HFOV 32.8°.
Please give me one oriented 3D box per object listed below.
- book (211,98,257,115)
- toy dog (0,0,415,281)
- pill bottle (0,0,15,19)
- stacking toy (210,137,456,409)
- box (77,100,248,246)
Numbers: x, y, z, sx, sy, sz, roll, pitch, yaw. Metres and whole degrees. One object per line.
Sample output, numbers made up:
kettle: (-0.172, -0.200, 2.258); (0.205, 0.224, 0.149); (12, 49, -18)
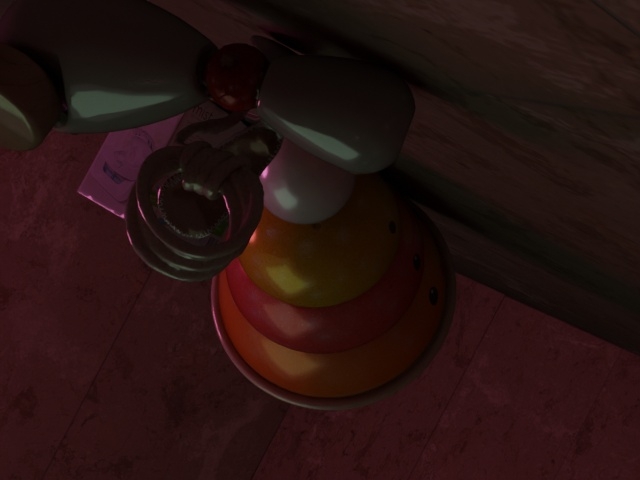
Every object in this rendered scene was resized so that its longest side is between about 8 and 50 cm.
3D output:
book: (-0.112, -0.175, 1.327); (0.096, 0.035, 0.144); (25, -179, -11)
toy dog: (-0.107, -0.093, 0.778); (0.333, 0.220, 0.161); (38, 161, 22)
pill bottle: (-0.498, -0.311, 1.305); (0.272, 0.152, 0.152); (27, 180, -4)
stacking toy: (0.000, 0.000, 1.368); (0.350, 0.350, 0.480); (28, 164, 15)
box: (-0.229, -0.121, 1.792); (0.127, 0.231, 0.262); (27, 180, 29)
